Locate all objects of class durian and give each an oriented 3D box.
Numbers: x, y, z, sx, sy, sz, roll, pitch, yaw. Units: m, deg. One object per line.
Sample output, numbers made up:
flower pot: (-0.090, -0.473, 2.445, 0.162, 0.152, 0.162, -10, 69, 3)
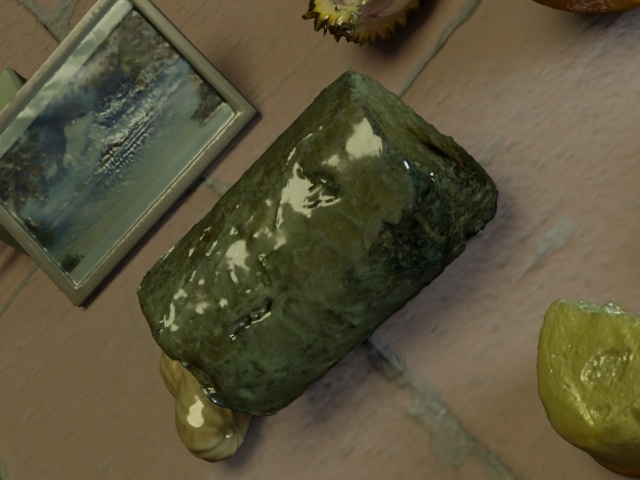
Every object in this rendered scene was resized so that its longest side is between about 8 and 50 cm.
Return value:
durian: (0.084, -0.280, 1.555, 0.224, 0.078, 0.140, -42, 25, 1)

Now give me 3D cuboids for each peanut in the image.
peanut: (-0.110, 0.133, 1.457, 0.082, 0.082, 0.187, -43, 37, 17)

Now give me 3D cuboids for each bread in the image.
bread: (0.223, 0.105, 1.101, 0.156, 0.086, 0.125, 13, 80, 54)

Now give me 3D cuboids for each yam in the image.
yam: (0.000, 0.000, 1.343, 0.300, 0.195, 0.195, -43, 39, 18)

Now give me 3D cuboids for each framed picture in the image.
framed picture: (-0.250, -0.114, 1.721, 0.232, 0.024, 0.315, 46, 104, 10)

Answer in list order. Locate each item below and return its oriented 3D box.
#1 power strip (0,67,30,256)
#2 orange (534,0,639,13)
power strip: (-0.391, -0.076, 1.871, 0.224, 0.140, 0.139, -48, 39, 10)
orange: (0.239, -0.300, 1.310, 0.224, 0.170, 0.224, -17, 54, 25)
